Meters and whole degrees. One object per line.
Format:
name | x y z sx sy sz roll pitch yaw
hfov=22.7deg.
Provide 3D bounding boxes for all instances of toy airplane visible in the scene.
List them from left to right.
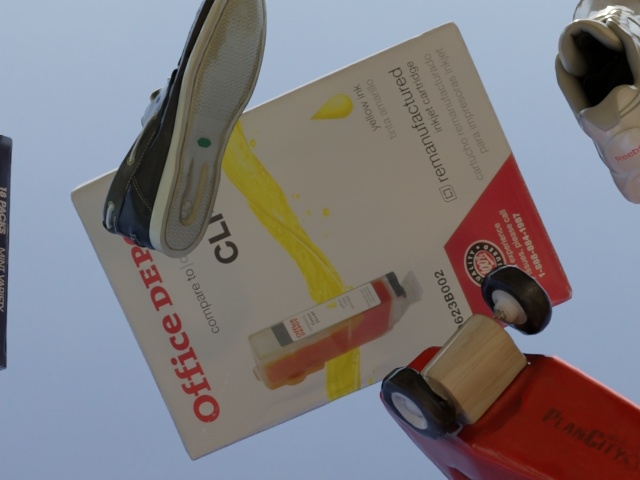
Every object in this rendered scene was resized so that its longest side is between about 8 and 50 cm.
toy airplane | 0.241 0.209 1.148 0.386 0.272 0.384 -12 -137 10

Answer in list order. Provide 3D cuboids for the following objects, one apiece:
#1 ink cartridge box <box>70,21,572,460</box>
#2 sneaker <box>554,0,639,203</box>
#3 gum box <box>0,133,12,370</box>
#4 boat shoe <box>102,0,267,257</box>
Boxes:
ink cartridge box | 0.000 0.000 1.492 0.385 0.160 0.279 -24 -86 3
sneaker | 0.219 -0.138 1.184 0.090 0.115 0.232 -34 -148 21
gum box | -0.277 0.025 1.052 0.184 0.041 0.157 -17 -115 37
boat shoe | -0.110 -0.106 1.273 0.079 0.084 0.233 17 -93 35
